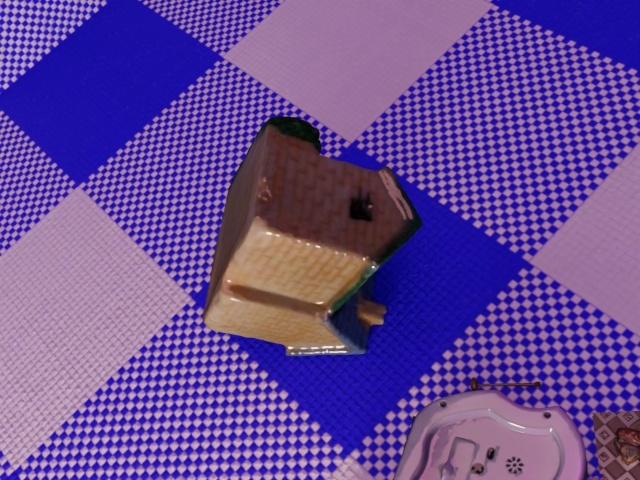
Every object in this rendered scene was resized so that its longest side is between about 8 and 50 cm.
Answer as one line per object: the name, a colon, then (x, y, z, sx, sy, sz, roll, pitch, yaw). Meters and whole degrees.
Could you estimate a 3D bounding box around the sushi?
sushi: (0.516, 0.333, 1.252, 0.126, 0.026, 0.120, -7, 59, 15)

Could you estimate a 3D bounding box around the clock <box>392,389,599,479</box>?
clock: (0.281, 0.410, 1.239, 0.338, 0.102, 0.339, -8, 59, 13)

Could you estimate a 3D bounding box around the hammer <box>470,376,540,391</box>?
hammer: (0.330, 0.258, 1.367, 0.122, 0.014, 0.029, -4, 68, 15)

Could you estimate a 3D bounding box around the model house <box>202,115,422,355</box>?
model house: (0.000, 0.000, 1.431, 0.342, 0.382, 0.335, 16, 60, -14)
